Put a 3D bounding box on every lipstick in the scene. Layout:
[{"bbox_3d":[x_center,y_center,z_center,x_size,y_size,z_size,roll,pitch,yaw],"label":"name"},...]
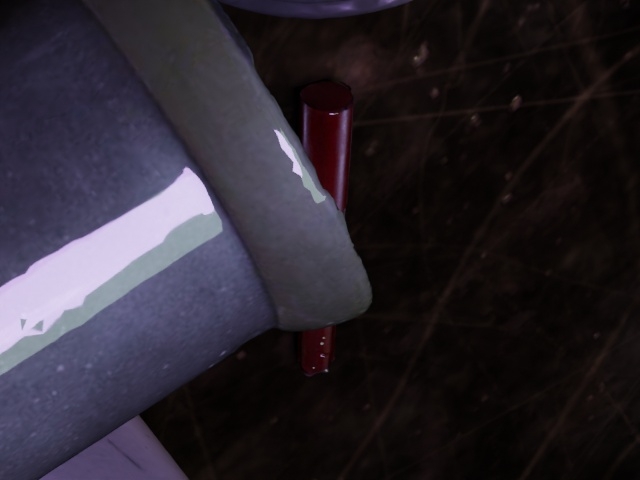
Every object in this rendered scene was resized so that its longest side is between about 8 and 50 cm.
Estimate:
[{"bbox_3d":[-0.001,0.000,0.977,0.027,0.027,0.176,-19,135,-25],"label":"lipstick"}]

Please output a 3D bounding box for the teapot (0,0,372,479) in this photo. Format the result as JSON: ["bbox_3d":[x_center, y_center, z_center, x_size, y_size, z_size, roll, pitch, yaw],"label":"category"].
[{"bbox_3d":[-0.182,0.011,0.730,0.337,0.200,0.270,-34,125,-8],"label":"teapot"}]

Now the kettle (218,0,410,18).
[{"bbox_3d":[-0.006,-0.229,0.581,0.228,0.321,0.324,-3,98,1],"label":"kettle"}]

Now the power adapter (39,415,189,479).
[{"bbox_3d":[-0.102,0.202,0.895,0.124,0.255,0.187,-4,126,-39],"label":"power adapter"}]
